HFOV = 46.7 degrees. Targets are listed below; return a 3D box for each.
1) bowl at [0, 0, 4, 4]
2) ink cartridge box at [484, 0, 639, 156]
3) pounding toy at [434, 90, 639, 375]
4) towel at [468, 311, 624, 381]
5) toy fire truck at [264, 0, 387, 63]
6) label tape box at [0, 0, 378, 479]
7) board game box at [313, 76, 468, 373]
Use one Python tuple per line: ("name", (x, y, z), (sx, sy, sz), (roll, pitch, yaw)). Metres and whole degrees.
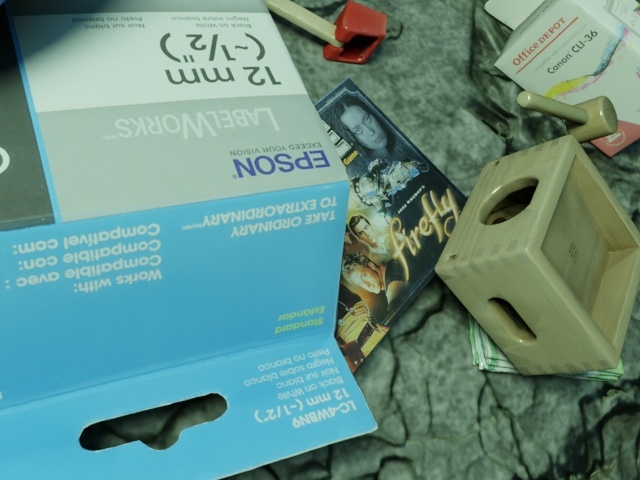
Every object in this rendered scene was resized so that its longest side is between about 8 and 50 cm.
("bowl", (-0.270, -0.225, 0.394), (0.391, 0.077, 0.391), (-7, 64, 15))
("ink cartridge box", (0.256, -0.185, 0.725), (0.198, 0.115, 0.067), (36, 58, -6))
("pounding toy", (0.172, -0.031, 0.589), (0.181, 0.094, 0.206), (48, 52, -21))
("towel", (0.195, 0.061, 0.642), (0.152, 0.023, 0.113), (9, 65, -22))
("toy fire truck", (-0.034, -0.243, 0.654), (0.192, 0.047, 0.135), (13, 64, -19))
("label tape box", (-0.124, -0.035, 0.431), (0.249, 0.115, 0.347), (-10, 57, -24))
("board game box", (0.000, 0.000, 0.565), (0.165, 0.042, 0.243), (45, 57, -1))
